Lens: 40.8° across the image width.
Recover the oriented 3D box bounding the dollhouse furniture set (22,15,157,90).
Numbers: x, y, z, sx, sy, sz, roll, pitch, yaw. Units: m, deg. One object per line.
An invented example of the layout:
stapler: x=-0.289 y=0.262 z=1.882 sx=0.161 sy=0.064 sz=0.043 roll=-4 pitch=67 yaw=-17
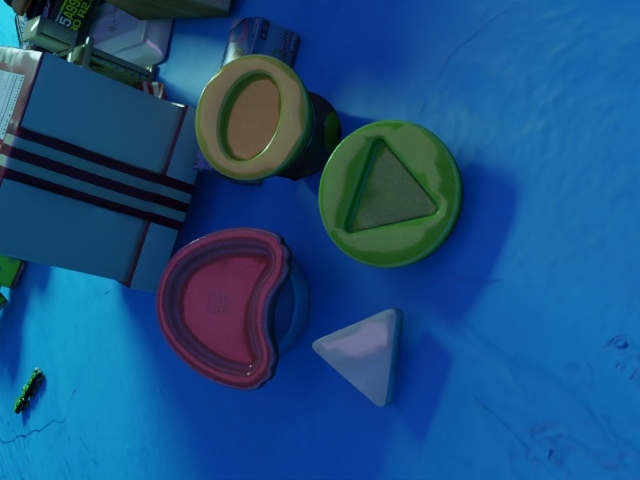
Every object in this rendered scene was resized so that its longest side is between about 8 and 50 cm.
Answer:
dollhouse furniture set: x=-0.358 y=-0.218 z=1.218 sx=0.161 sy=0.181 sz=0.101 roll=-3 pitch=75 yaw=47

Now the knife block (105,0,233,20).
knife block: x=-0.267 y=-0.372 z=1.098 sx=0.275 sy=0.242 sz=0.088 roll=11 pitch=84 yaw=39

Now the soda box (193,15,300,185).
soda box: x=-0.085 y=-0.158 z=0.984 sx=0.058 sy=0.063 sz=0.183 roll=10 pitch=85 yaw=49

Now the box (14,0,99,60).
box: x=-0.432 y=-0.409 z=1.434 sx=0.216 sy=0.060 sz=0.270 roll=-57 pitch=34 yaw=18

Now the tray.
tray: x=-0.306 y=-0.323 z=1.316 sx=0.270 sy=0.030 sz=0.145 roll=-1 pitch=75 yaw=48

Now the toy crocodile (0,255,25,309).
toy crocodile: x=-0.522 y=0.031 z=1.387 sx=0.115 sy=0.105 sz=0.341 roll=27 pitch=93 yaw=49

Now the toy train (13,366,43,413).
toy train: x=-0.431 y=0.221 z=1.272 sx=0.083 sy=0.017 sz=0.024 roll=-57 pitch=32 yaw=17

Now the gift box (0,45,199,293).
gift box: x=-0.297 y=-0.098 z=1.049 sx=0.276 sy=0.258 sz=0.255 roll=26 pitch=96 yaw=50

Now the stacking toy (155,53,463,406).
stacking toy: x=0.000 y=0.000 z=0.842 sx=0.279 sy=0.130 sz=0.309 roll=18 pitch=93 yaw=23

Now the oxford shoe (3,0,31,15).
oxford shoe: x=-0.540 y=-0.483 z=1.455 sx=0.130 sy=0.132 sz=0.364 roll=-57 pitch=34 yaw=17
